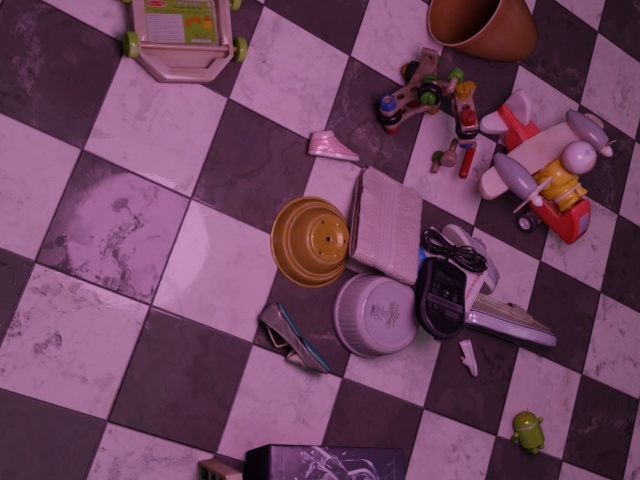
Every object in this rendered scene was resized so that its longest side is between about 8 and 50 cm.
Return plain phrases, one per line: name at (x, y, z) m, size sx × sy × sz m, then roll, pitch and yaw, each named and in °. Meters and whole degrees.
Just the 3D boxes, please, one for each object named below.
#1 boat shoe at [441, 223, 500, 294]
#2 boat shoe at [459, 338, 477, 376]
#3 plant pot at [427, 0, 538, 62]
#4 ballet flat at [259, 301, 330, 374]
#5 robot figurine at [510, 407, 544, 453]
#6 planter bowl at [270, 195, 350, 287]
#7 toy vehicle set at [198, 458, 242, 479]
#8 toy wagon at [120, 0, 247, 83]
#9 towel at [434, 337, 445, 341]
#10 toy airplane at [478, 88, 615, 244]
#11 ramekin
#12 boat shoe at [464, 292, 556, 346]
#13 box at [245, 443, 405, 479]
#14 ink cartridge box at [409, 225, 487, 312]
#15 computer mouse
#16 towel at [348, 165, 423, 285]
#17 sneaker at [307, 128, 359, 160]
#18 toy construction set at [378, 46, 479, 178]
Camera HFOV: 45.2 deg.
boat shoe at (0.394, 0.036, 2.002) m, size 0.081 × 0.079 × 0.228 m, roll -48°, pitch 113°, yaw -32°
boat shoe at (0.381, 0.307, 1.992) m, size 0.035 × 0.035 × 0.100 m, roll -14°, pitch 97°, yaw -1°
plant pot at (0.453, -0.569, 2.011) m, size 0.254 × 0.237 × 0.237 m, roll 20°, pitch 76°, yaw -40°
ballet flat at (-0.062, 0.235, 1.748) m, size 0.068 × 0.072 × 0.213 m, roll -36°, pitch 103°, yaw 2°
robot figurine at (0.555, 0.507, 2.045) m, size 0.101 × 0.067 × 0.115 m, roll -25°, pitch 98°, yaw -19°
planter bowl at (0.000, 0.000, 1.778) m, size 0.217 × 0.090 × 0.217 m, roll 2°, pitch 85°, yaw -27°
toy vehicle set at (-0.197, 0.598, 1.577) m, size 0.035 × 0.166 × 0.267 m, roll -4°, pitch 87°, yaw -28°
toy wagon at (-0.303, -0.516, 1.674) m, size 0.267 × 0.068 × 0.345 m, roll -5°, pitch 87°, yaw -29°
towel at (0.308, 0.192, 1.961) m, size 0.067 × 0.029 × 0.120 m, roll -18°, pitch 93°, yaw -27°
toy airplane at (0.596, -0.223, 2.013) m, size 0.384 × 0.272 × 0.386 m, roll 23°, pitch 73°, yaw -26°
ramekin at (0.141, 0.177, 1.828) m, size 0.207 × 0.109 × 0.207 m, roll 2°, pitch 85°, yaw -28°
boat shoe at (0.502, 0.211, 2.023) m, size 0.302 × 0.109 × 0.094 m, roll 19°, pitch 75°, yaw -23°
box at (0.008, 0.615, 1.618) m, size 0.312 × 0.179 × 0.344 m, roll 7°, pitch 68°, yaw -19°
ink cartridge box at (0.301, 0.081, 1.916) m, size 0.190 × 0.082 × 0.140 m, roll 39°, pitch 64°, yaw -11°
computer mouse at (0.291, 0.121, 1.823) m, size 0.188 × 0.072 × 0.272 m, roll 27°, pitch 56°, yaw -12°
towel at (0.162, -0.041, 1.836) m, size 0.187 × 0.049 × 0.282 m, roll 25°, pitch 50°, yaw -23°
sneaker at (0.035, -0.229, 1.838) m, size 0.134 × 0.051 × 0.070 m, roll 8°, pitch 87°, yaw -23°
toy construction set at (0.313, -0.340, 1.925) m, size 0.309 × 0.257 × 0.237 m, roll 50°, pitch 51°, yaw -38°
